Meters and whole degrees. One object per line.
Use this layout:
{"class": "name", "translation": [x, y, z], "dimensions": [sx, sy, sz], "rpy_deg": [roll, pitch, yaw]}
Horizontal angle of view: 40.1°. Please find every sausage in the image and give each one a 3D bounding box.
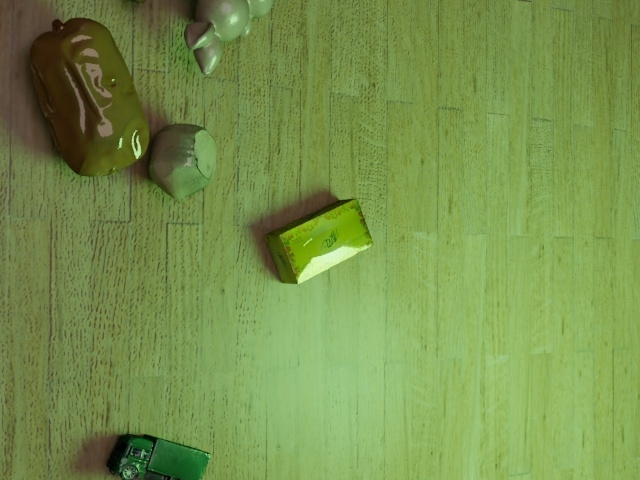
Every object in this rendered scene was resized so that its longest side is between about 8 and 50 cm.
{"class": "sausage", "translation": [-0.348, -0.216, 1.324], "dimensions": [0.136, 0.120, 0.241], "rpy_deg": [-22, 99, -41]}

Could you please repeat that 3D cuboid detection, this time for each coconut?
{"class": "coconut", "translation": [-0.219, -0.122, 1.404], "dimensions": [0.110, 0.110, 0.124], "rpy_deg": [8, 81, -30]}

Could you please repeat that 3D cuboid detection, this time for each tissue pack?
{"class": "tissue pack", "translation": [0.000, 0.000, 1.559], "dimensions": [0.176, 0.062, 0.095], "rpy_deg": [-25, 101, -28]}

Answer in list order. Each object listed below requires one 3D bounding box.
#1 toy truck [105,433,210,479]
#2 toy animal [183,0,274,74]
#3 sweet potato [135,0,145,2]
{"class": "toy truck", "translation": [-0.260, 0.354, 1.395], "dimensions": [0.147, 0.065, 0.079], "rpy_deg": [23, 75, -28]}
{"class": "toy animal", "translation": [-0.169, -0.375, 1.437], "dimensions": [0.212, 0.124, 0.124], "rpy_deg": [-47, 111, -28]}
{"class": "sweet potato", "translation": [-0.294, -0.498, 1.380], "dimensions": [0.097, 0.097, 0.251], "rpy_deg": [-9, 91, -31]}
